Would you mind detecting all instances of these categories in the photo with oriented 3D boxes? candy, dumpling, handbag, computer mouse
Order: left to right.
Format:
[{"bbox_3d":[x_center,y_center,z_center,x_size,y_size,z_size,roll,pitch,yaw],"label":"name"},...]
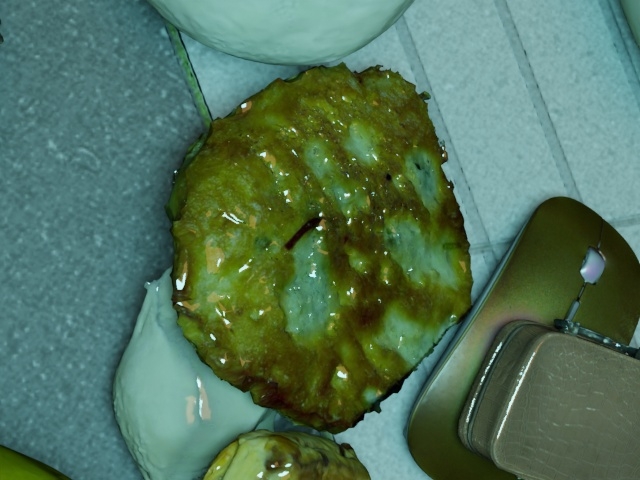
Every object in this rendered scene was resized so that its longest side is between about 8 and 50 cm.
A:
[{"bbox_3d":[-0.097,0.137,1.217,0.166,0.126,0.216,-6,70,-42],"label":"dumpling"},{"bbox_3d":[-0.040,-0.271,1.229,0.295,0.185,0.295,9,49,-11],"label":"candy"},{"bbox_3d":[0.201,0.104,1.309,0.158,0.072,0.310,38,76,-17],"label":"computer mouse"},{"bbox_3d":[0.231,0.153,1.247,0.193,0.072,0.151,18,91,-24],"label":"handbag"}]

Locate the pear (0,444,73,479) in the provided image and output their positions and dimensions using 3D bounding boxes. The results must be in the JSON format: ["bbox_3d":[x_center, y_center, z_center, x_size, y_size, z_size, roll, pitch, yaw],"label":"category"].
[{"bbox_3d":[-0.292,0.318,1.015,0.362,0.362,0.418,-30,98,-16],"label":"pear"}]

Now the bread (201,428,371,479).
[{"bbox_3d":[-0.053,0.277,1.175,0.099,0.210,0.235,16,85,26],"label":"bread"}]

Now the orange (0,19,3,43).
[{"bbox_3d":[-0.396,-0.164,1.094,0.274,0.274,0.310,-13,46,-16],"label":"orange"}]

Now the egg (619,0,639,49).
[{"bbox_3d":[0.418,-0.280,1.302,0.283,0.283,0.345,1,92,-15],"label":"egg"}]

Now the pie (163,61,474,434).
[{"bbox_3d":[0.000,0.000,1.218,0.354,0.103,0.288,-44,105,-36],"label":"pie"}]
